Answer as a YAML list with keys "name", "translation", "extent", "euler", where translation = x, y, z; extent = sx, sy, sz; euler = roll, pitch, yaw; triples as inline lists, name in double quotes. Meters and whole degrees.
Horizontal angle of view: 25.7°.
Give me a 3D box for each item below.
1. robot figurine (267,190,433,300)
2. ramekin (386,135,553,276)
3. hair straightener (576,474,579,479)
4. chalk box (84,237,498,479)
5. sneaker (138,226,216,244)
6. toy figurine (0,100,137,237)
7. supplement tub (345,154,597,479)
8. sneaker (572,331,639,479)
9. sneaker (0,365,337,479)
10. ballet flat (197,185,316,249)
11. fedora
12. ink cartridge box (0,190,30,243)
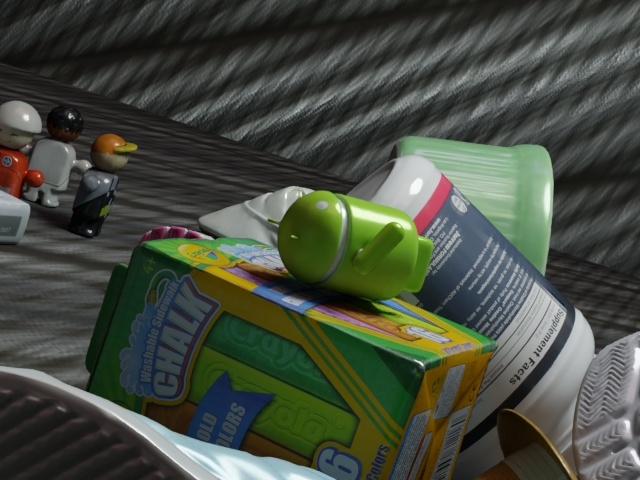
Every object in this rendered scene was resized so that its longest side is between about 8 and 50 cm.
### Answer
- name: "robot figurine"
  translation: [0.021, 0.004, 0.975]
  extent: [0.115, 0.067, 0.101]
  euler: [14, 8, -28]
- name: "ramekin"
  translation: [0.122, 0.039, 1.418]
  extent: [0.148, 0.303, 0.303]
  euler: [12, 9, -2]
- name: "hair straightener"
  translation: [0.309, 0.263, 1.274]
  extent: [0.230, 0.047, 0.089]
  euler: [26, 23, 11]
- name: "chalk box"
  translation: [-0.053, 0.106, 1.007]
  extent: [0.289, 0.180, 0.179]
  euler: [21, 9, 21]
- name: "sneaker"
  translation: [-0.081, 0.064, 1.489]
  extent: [0.252, 0.103, 0.111]
  euler: [28, 7, 13]
- name: "toy figurine"
  translation: [-0.360, -0.109, 1.757]
  extent: [0.210, 0.148, 0.213]
  euler: [12, 11, -37]
- name: "supplement tub"
  translation: [0.104, 0.081, 1.179]
  extent: [0.272, 0.191, 0.191]
  euler: [45, 6, -7]
- name: "sneaker"
  translation: [0.272, 0.218, 0.951]
  extent: [0.180, 0.125, 0.321]
  euler: [55, 16, -42]
- name: "sneaker"
  translation: [-0.074, 0.171, 0.788]
  extent: [0.366, 0.135, 0.150]
  euler: [27, 1, -2]
- name: "ballet flat"
  translation: [0.000, 0.000, 1.898]
  extent: [0.400, 0.139, 0.139]
  euler: [26, 11, 38]
- name: "fedora"
  translation: [0.146, 0.214, 0.974]
  extent: [0.079, 0.194, 0.194]
  euler: [-24, 18, -7]
- name: "ink cartridge box"
  translation: [-0.467, -0.060, 1.549]
  extent: [0.232, 0.066, 0.189]
  euler: [28, 12, 26]
